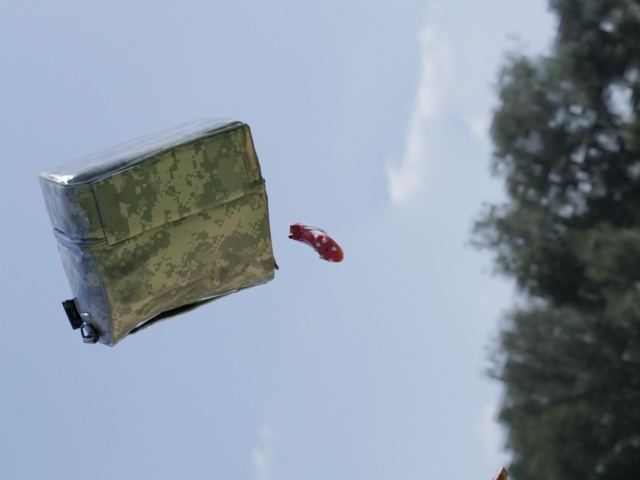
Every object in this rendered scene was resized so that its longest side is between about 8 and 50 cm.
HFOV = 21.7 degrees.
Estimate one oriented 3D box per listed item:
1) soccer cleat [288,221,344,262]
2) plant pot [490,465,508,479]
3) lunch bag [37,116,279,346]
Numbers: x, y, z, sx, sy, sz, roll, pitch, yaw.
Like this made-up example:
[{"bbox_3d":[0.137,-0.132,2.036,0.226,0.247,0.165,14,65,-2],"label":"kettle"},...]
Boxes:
[{"bbox_3d":[0.000,0.000,1.899,0.035,0.083,0.029,-15,-56,-47],"label":"soccer cleat"},{"bbox_3d":[0.197,0.394,1.533,0.272,0.265,0.272,-53,-8,-11],"label":"plant pot"},{"bbox_3d":[-0.223,-0.013,2.337,0.305,0.212,0.256,-21,-77,-22],"label":"lunch bag"}]
